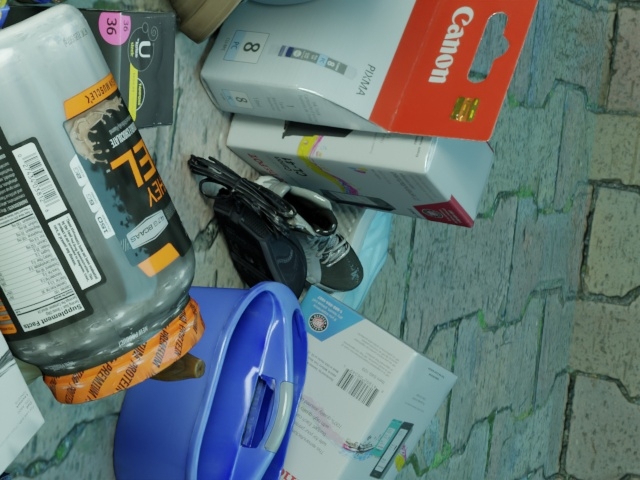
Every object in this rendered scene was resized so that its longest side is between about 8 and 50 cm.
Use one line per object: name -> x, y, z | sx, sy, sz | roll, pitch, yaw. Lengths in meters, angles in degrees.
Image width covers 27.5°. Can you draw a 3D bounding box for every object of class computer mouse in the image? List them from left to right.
computer mouse -> -0.071, -0.007, 1.758 | 0.072, 0.188, 0.272 | -43, 148, -20

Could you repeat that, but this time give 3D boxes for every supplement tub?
supplement tub -> -0.250, -0.031, 1.230 | 0.207, 0.207, 0.338 | -43, 114, -51

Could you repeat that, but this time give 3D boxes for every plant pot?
plant pot -> -0.120, -0.361, 1.566 | 0.109, 0.237, 0.237 | 36, 57, -14

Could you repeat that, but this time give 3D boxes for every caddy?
caddy -> -0.119, 0.216, 1.703 | 0.241, 0.179, 0.341 | 36, 65, -59

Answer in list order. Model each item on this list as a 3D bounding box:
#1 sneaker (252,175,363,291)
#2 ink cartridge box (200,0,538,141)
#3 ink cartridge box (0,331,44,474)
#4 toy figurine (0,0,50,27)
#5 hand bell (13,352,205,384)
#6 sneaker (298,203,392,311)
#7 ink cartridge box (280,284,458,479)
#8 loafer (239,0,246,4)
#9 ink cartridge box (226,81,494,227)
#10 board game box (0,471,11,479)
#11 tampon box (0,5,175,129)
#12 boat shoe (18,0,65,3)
sneaker -> 0.000, 0.000, 1.842 | 0.228, 0.132, 0.086 | 42, 73, -25
ink cartridge box -> 0.072, -0.291, 1.708 | 0.091, 0.384, 0.308 | 63, 43, -53
ink cartridge box -> -0.369, 0.108, 1.196 | 0.093, 0.160, 0.219 | -54, 142, -39
toy figurine -> -0.337, -0.285, 1.238 | 0.362, 0.191, 0.217 | -34, 156, -58
hand bell -> -0.227, 0.117, 1.390 | 0.126, 0.242, 0.126 | -26, 120, -59
sneaker -> 0.058, -0.037, 2.049 | 0.366, 0.135, 0.150 | -63, 151, -11
ink cartridge box -> 0.024, 0.244, 1.885 | 0.270, 0.198, 0.197 | -57, 152, -1
loafer -> -0.102, -0.370, 1.734 | 0.039, 0.045, 0.125 | 40, 54, -40
ink cartridge box -> 0.060, -0.130, 1.817 | 0.226, 0.306, 0.131 | 38, 64, -60
board game box -> -0.395, 0.352, 1.325 | 0.194, 0.060, 0.194 | -22, 116, -60
tampon box -> -0.245, -0.181, 1.363 | 0.101, 0.161, 0.121 | -17, 112, -61
boat shoe -> -0.218, -0.349, 1.433 | 0.302, 0.103, 0.113 | -59, 145, -39
